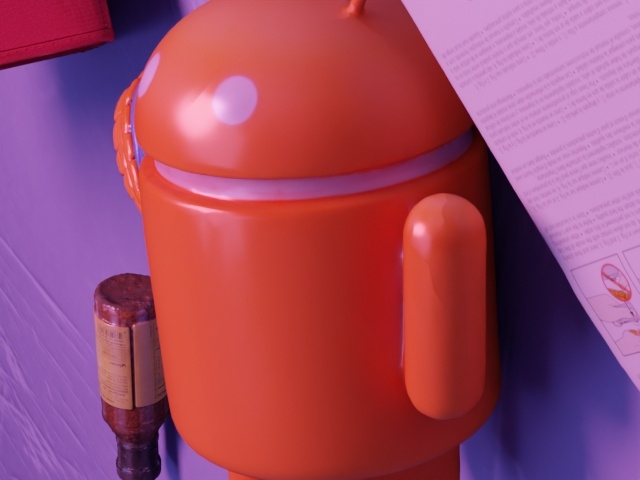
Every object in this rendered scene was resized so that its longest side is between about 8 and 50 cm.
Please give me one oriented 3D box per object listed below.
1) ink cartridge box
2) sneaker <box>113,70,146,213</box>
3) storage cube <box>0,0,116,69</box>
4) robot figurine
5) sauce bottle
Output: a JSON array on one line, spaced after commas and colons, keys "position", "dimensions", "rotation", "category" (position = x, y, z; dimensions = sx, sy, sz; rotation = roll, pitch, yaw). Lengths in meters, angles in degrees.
[{"position": [0.107, -0.034, 0.582], "dimensions": [0.179, 0.045, 0.145], "rotation": [57, 156, -3], "category": "ink cartridge box"}, {"position": [-0.025, 0.004, 0.836], "dimensions": [0.221, 0.083, 0.087], "rotation": [63, 147, 19], "category": "sneaker"}, {"position": [-0.223, -0.170, 0.994], "dimensions": [0.184, 0.215, 0.193], "rotation": [-160, 57, -79], "category": "storage cube"}, {"position": [-0.002, 0.000, 0.712], "dimensions": [0.158, 0.128, 0.219], "rotation": [-77, -17, -67], "category": "robot figurine"}, {"position": [-0.106, 0.080, 1.110], "dimensions": [0.042, 0.042, 0.128], "rotation": [47, 143, 48], "category": "sauce bottle"}]
